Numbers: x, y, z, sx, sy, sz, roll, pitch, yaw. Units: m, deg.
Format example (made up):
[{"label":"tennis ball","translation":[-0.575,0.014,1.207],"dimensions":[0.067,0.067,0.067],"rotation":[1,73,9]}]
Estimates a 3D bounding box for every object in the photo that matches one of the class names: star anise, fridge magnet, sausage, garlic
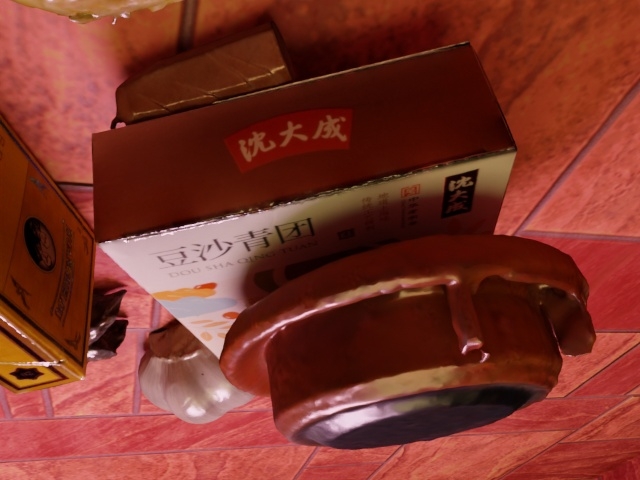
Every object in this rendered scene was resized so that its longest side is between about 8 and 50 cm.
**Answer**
[{"label":"star anise","translation":[-0.383,0.134,0.812],"dimensions":[0.236,0.109,0.223],"rotation":[-32,143,24]},{"label":"fridge magnet","translation":[0.083,0.109,0.595],"dimensions":[0.363,0.155,0.364],"rotation":[-8,153,-4]},{"label":"sausage","translation":[-0.110,-0.140,0.539],"dimensions":[0.169,0.065,0.065],"rotation":[-16,143,9]},{"label":"garlic","translation":[-0.170,0.213,0.940],"dimensions":[0.229,0.143,0.178],"rotation":[-33,137,15]}]

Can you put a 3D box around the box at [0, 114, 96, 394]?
[{"label":"box","translation":[-0.318,-0.006,0.560],"dimensions":[0.083,0.193,0.302],"rotation":[-11,144,3]}]

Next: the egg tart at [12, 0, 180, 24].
[{"label":"egg tart","translation":[-0.120,-0.221,0.299],"dimensions":[0.341,0.132,0.341],"rotation":[-21,166,-5]}]

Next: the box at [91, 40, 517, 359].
[{"label":"box","translation":[0.000,0.000,0.659],"dimensions":[0.344,0.122,0.385],"rotation":[-13,153,1]}]
